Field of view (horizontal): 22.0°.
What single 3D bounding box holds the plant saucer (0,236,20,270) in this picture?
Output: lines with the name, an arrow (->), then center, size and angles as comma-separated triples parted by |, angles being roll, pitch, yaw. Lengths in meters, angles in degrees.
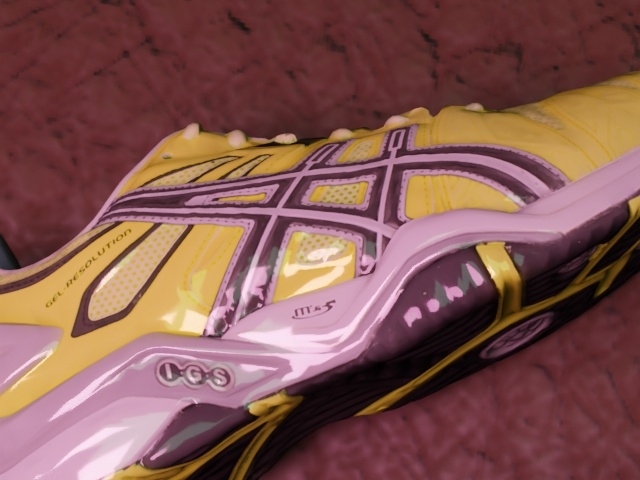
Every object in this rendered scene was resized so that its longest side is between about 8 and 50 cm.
plant saucer -> -0.285, 0.089, 0.782 | 0.318, 0.044, 0.317 | -1, 78, 7

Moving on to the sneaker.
sneaker -> 0.000, 0.000, 0.708 | 0.385, 0.145, 0.147 | -24, 70, -6
